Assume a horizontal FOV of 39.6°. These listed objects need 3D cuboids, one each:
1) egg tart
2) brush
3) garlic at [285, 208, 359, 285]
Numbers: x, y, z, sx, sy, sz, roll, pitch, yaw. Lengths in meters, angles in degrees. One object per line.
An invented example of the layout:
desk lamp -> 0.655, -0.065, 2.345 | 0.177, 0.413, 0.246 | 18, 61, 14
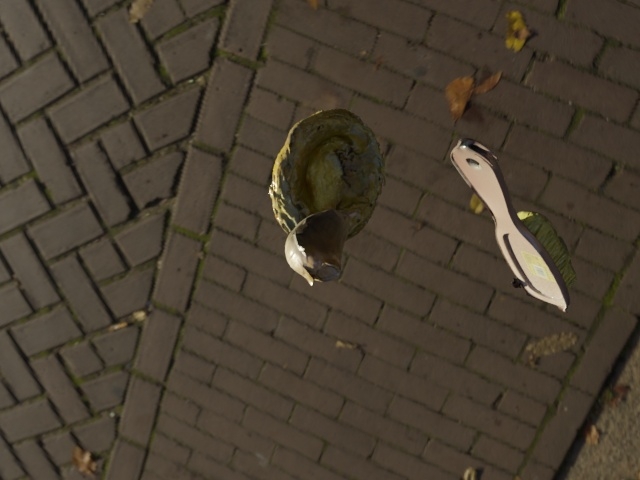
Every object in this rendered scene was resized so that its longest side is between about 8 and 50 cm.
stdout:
egg tart -> 0.001, -0.121, 1.746 | 0.118, 0.288, 0.288 | 8, 111, 45
brush -> 0.223, -0.026, 0.992 | 0.072, 0.067, 0.313 | 17, 157, 42
garlic -> -0.004, 0.005, 1.212 | 0.084, 0.152, 0.066 | 20, 129, -3
